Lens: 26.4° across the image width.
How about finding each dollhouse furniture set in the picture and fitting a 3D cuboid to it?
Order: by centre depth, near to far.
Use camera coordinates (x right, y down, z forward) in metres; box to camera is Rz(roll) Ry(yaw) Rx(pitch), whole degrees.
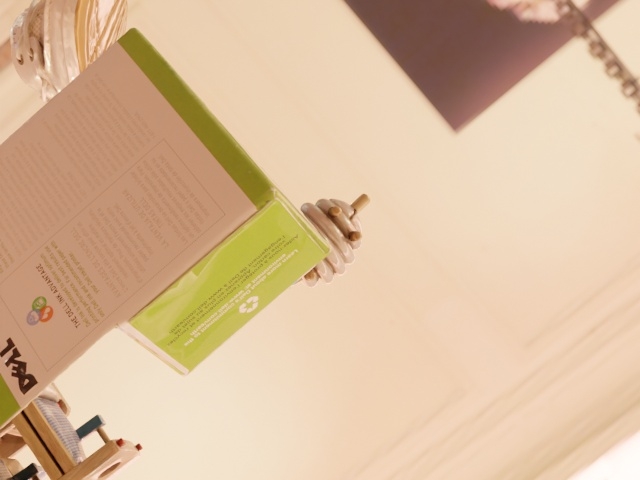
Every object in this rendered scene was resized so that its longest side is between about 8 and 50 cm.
[{"bbox_3d":[-0.217,0.156,1.087,0.129,0.129,0.183,-36,166,-1],"label":"dollhouse furniture set"}]

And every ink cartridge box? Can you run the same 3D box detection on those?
[{"bbox_3d":[-0.154,0.013,0.905,0.255,0.189,0.097,-41,146,1],"label":"ink cartridge box"}]

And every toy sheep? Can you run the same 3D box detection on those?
[{"bbox_3d":[0.000,0.000,1.357,0.132,0.091,0.091,-36,-171,-8],"label":"toy sheep"}]

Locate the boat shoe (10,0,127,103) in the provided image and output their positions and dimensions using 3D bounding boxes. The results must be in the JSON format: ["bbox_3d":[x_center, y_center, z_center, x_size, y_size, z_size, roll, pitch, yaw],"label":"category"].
[{"bbox_3d":[-0.221,-0.162,1.165,0.277,0.096,0.098,110,1,-73],"label":"boat shoe"}]
